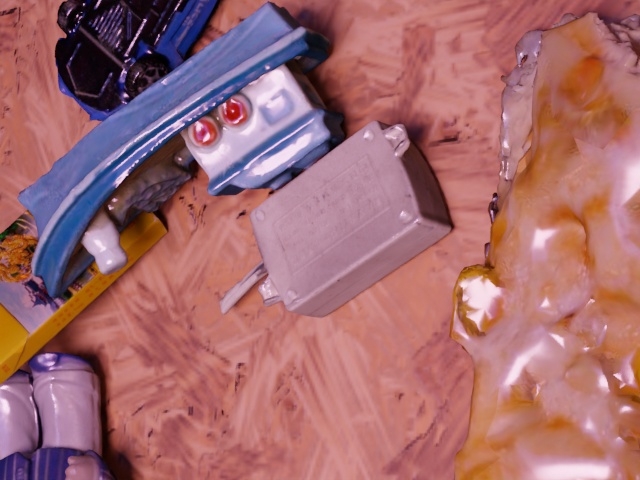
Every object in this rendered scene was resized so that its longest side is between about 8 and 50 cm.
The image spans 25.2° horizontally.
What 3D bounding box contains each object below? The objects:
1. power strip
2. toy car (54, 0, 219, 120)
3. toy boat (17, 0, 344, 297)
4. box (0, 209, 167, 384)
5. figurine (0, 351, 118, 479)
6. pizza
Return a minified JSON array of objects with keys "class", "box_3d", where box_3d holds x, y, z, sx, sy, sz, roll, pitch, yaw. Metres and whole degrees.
[{"class":"power strip","box_3d":[0.000,0.000,0.866,0.175,0.042,0.075,-34,64,26]},{"class":"toy car","box_3d":[-0.104,-0.175,0.958,0.103,0.063,0.216,43,111,33]},{"class":"toy boat","box_3d":[-0.087,-0.045,0.892,0.238,0.109,0.098,-35,86,11]},{"class":"box","box_3d":[-0.187,0.019,0.961,0.155,0.023,0.087,-44,59,-12]},{"class":"figurine","box_3d":[-0.188,0.214,0.908,0.193,0.133,0.274,-32,55,2]},{"class":"pizza","box_3d":[0.206,0.095,0.666,0.391,0.080,0.435,4,84,41]}]
